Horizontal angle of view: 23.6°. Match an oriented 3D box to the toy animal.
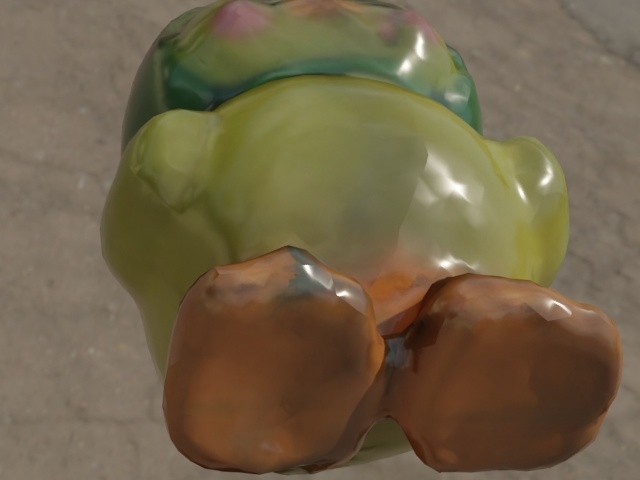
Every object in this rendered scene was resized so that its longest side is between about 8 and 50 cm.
[{"bbox_3d":[-0.001,0.002,0.736,0.216,0.191,0.338,2,32,-13],"label":"toy animal"}]
